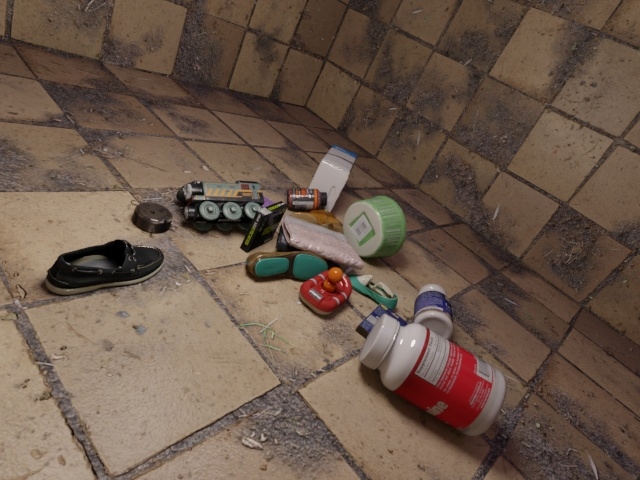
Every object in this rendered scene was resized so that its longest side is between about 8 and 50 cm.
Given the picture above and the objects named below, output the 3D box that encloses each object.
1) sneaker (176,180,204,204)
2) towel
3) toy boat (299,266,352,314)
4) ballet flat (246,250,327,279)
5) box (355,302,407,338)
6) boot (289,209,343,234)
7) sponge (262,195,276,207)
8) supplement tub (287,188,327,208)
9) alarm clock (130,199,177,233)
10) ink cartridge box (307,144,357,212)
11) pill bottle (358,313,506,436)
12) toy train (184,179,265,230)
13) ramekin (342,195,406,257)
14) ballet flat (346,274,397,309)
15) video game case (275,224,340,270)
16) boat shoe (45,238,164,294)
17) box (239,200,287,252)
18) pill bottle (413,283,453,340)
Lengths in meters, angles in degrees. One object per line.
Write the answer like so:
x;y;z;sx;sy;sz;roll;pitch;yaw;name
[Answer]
-0.438;-0.159;1.708;0.281;0.106;0.162;-7;46;-50;sneaker
0.000;0.000;1.769;0.332;0.053;0.317;19;17;-19;towel
0.037;0.163;1.527;0.151;0.151;0.231;38;28;18;toy boat
-0.133;0.087;1.579;0.343;0.116;0.124;1;17;-37;ballet flat
0.236;0.325;1.557;0.136;0.036;0.225;37;29;17;box
-0.038;-0.102;2.012;0.295;0.104;0.211;15;21;-22;boot
-0.268;-0.147;1.925;0.117;0.031;0.210;31;27;5;sponge
-0.067;-0.210;2.080;0.198;0.106;0.106;-1;33;-8;supplement tub
-0.613;-0.096;1.479;0.192;0.064;0.129;34;27;19;alarm clock
0.057;-0.337;2.285;0.166;0.285;0.395;26;26;-1;ink cartridge box
0.337;0.406;1.293;0.408;0.229;0.229;30;26;4;pill bottle
-0.371;-0.144;1.625;0.334;0.142;0.190;-2;67;-32;toy train
0.245;-0.060;1.973;0.148;0.303;0.303;-9;44;-39;ramekin
0.216;0.192;1.717;0.247;0.087;0.083;33;27;10;ballet flat
-0.052;0.027;1.776;0.275;0.035;0.248;23;18;-10;video game case
-0.587;0.051;1.176;0.127;0.113;0.340;42;29;26;boat shoe
-0.222;-0.057;1.639;0.045;0.184;0.191;33;26;12;box
0.460;0.294;1.693;0.153;0.153;0.264;29;27;1;pill bottle
